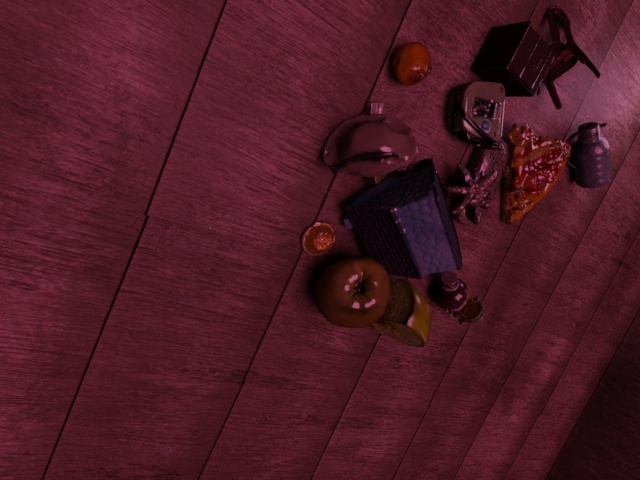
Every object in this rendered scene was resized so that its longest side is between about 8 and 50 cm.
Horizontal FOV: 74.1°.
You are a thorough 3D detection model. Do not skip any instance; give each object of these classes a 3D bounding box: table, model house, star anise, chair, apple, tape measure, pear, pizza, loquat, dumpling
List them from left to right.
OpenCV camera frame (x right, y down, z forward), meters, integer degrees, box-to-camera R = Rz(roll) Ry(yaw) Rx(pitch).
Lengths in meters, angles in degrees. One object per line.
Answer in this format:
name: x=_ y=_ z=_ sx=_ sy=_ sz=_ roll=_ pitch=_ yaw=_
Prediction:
apple: x=0.113 y=0.175 z=1.429 sx=0.263 sy=0.262 sz=0.262 roll=-10 pitch=112 yaw=-25
dumpling: x=0.146 y=-0.296 z=1.285 sx=0.293 sy=0.163 sz=0.204 roll=1 pitch=95 yaw=13
model house: x=0.277 y=-0.040 z=1.463 sx=0.339 sy=0.297 sz=0.360 roll=-17 pitch=123 yaw=19
pear: x=0.313 y=0.275 z=1.581 sx=0.282 sy=0.287 sz=0.176 roll=43 pitch=66 yaw=-33
loquat: x=0.293 y=-0.562 z=1.352 sx=0.137 sy=0.113 sz=0.137 roll=6 pitch=80 yaw=-36
star anise: x=0.555 y=-0.180 z=1.555 sx=0.237 sy=0.093 sz=0.229 roll=-31 pitch=90 yaw=-10
tape measure: x=0.556 y=-0.441 z=1.510 sx=0.207 sy=0.115 sz=0.235 roll=-4 pitch=101 yaw=-21
table: x=0.685 y=-0.630 z=1.494 sx=0.193 sy=0.172 sz=0.169 roll=24 pitch=95 yaw=-32
pizza: x=0.858 y=-0.304 z=1.728 sx=0.439 sy=0.130 sz=0.406 roll=-53 pitch=130 yaw=-2
chair: x=0.897 y=-0.705 z=1.620 sx=0.176 sy=0.183 sz=0.326 roll=16 pitch=55 yaw=-31

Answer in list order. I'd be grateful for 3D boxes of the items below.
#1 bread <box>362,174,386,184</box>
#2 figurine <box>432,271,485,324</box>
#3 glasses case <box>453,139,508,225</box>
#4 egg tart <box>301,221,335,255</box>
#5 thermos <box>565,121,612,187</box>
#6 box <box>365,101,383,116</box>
bread: x=0.212 y=-0.252 z=1.430 sx=0.139 sy=0.084 sz=0.074 roll=-28 pitch=118 yaw=-18
figurine: x=0.559 y=0.235 z=1.751 sx=0.276 sy=0.158 sz=0.161 roll=37 pitch=79 yaw=-34
glasses case: x=0.629 y=-0.229 z=1.661 sx=0.137 sy=0.085 sz=0.354 roll=16 pitch=99 yaw=-30
egg tart: x=0.000 y=0.000 z=1.428 sx=0.129 sy=0.049 sz=0.128 roll=-10 pitch=114 yaw=-24
thermos: x=1.188 y=-0.379 z=1.889 sx=0.182 sy=0.144 sz=0.286 roll=-19 pitch=119 yaw=16
box: x=0.173 y=-0.391 z=1.386 sx=0.051 sy=0.036 sz=0.117 roll=-4 pitch=109 yaw=-27
